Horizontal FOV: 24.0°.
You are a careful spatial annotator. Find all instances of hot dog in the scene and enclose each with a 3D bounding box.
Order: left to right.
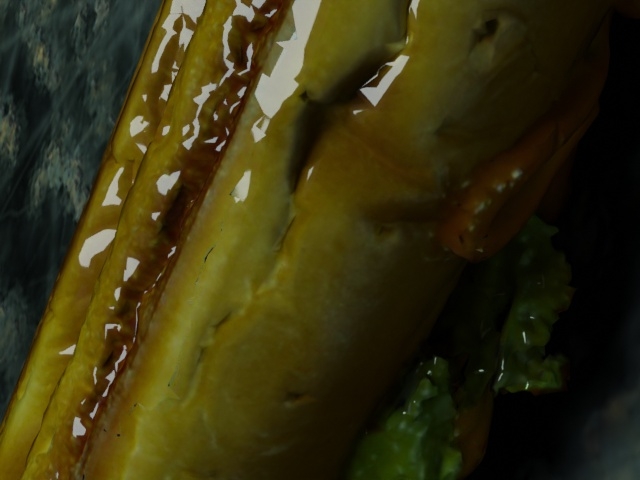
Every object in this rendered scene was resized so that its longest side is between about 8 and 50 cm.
[{"bbox_3d":[0.000,0.000,0.399,0.158,0.117,0.348,-112,43,-69],"label":"hot dog"}]
